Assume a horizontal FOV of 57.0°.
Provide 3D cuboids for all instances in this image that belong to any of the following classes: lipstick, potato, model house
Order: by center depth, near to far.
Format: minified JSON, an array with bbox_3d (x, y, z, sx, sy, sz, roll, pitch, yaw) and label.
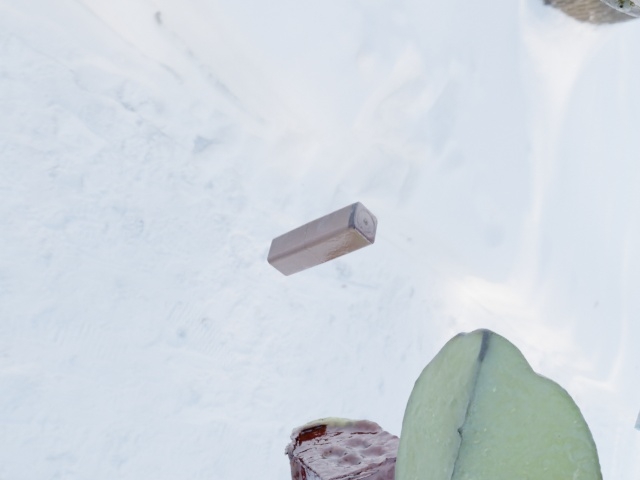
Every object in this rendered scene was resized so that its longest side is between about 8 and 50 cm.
[{"bbox_3d":[0.126,0.138,0.403,0.120,0.081,0.149,15,89,-15],"label":"potato"},{"bbox_3d":[0.000,0.000,0.734,0.045,0.145,0.045,39,45,-33],"label":"lipstick"},{"bbox_3d":[0.042,0.361,0.804,0.160,0.254,0.196,-10,93,-20],"label":"model house"}]

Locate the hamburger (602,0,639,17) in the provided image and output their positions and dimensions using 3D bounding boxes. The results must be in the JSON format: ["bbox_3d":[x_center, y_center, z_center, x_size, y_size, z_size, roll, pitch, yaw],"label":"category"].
[{"bbox_3d":[0.213,-0.185,0.212,0.285,0.266,0.134,86,2,-65],"label":"hamburger"}]

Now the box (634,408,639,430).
[{"bbox_3d":[0.617,0.228,0.793,0.118,0.311,0.205,88,26,-76],"label":"box"}]
